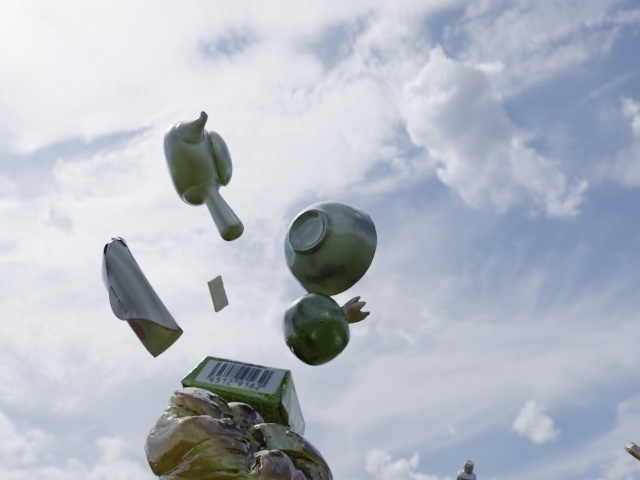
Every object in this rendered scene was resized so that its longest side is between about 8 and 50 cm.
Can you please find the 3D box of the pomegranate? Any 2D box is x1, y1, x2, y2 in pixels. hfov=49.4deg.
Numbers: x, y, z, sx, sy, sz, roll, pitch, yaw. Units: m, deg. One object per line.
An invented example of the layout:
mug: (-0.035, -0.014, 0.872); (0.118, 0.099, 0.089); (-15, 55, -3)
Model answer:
pomegranate: (0.015, 0.209, 1.740); (0.225, 0.187, 0.187); (-22, -32, -20)

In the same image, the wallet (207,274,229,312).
wallet: (-0.241, 0.125, 1.637); (0.011, 0.044, 0.083); (9, -60, 40)

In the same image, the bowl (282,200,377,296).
bowl: (0.000, 0.000, 1.941); (0.289, 0.289, 0.146); (-25, -37, 23)

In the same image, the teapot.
teapot: (-0.273, -0.136, 1.647); (0.149, 0.318, 0.220); (-15, -5, -3)

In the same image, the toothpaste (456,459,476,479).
toothpaste: (0.353, 0.665, 1.731); (0.046, 0.078, 0.248); (4, -78, -12)

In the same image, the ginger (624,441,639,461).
ginger: (0.524, 0.346, 1.092); (0.048, 0.097, 0.030); (33, -90, -20)

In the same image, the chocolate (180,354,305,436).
chocolate: (-0.198, 0.462, 1.915); (0.300, 0.137, 0.289); (7, -48, 21)

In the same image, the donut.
donut: (-0.147, 0.416, 1.305); (0.360, 0.360, 0.170); (32, -89, -41)

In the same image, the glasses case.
glasses case: (-0.442, 0.135, 1.627); (0.083, 0.308, 0.128); (-3, -46, -50)
